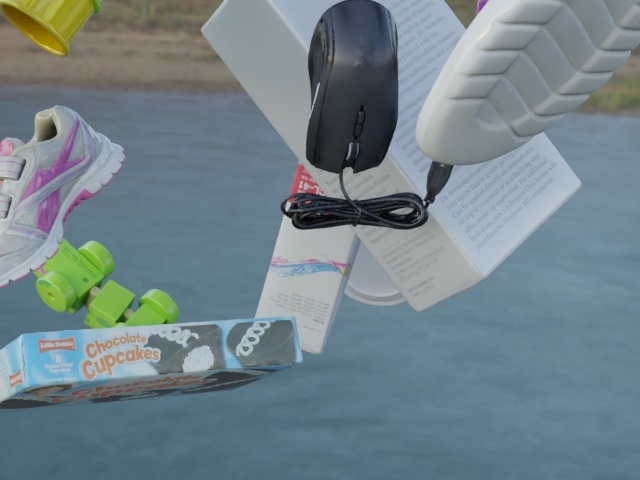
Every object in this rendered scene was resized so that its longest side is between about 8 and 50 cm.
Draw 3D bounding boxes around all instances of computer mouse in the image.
[{"bbox_3d":[0.068,-0.117,1.277,0.184,0.262,0.060,4,26,-16],"label":"computer mouse"}]

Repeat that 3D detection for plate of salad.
[{"bbox_3d":[0.106,0.032,2.214,0.199,0.200,0.048,6,33,10],"label":"plate of salad"}]

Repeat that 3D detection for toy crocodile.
[{"bbox_3d":[-0.340,0.103,1.909,0.340,0.105,0.115,37,51,4],"label":"toy crocodile"}]

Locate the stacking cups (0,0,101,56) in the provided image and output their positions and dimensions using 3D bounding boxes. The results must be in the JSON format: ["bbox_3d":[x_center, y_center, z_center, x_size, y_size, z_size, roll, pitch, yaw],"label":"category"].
[{"bbox_3d":[-0.229,-0.356,1.371,0.096,0.316,0.096,34,-12,8],"label":"stacking cups"}]

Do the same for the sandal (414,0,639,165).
[{"bbox_3d":[0.212,-0.234,0.952,0.169,0.416,0.102,16,29,-46],"label":"sandal"}]

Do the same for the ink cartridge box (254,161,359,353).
[{"bbox_3d":[0.000,0.000,2.011,0.131,0.306,0.226,19,19,3],"label":"ink cartridge box"}]

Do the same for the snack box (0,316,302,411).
[{"bbox_3d":[-0.204,0.139,1.353,0.322,0.060,0.187,-1,-15,-32],"label":"snack box"}]

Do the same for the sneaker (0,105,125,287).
[{"bbox_3d":[-0.326,-0.049,1.317,0.103,0.111,0.252,-8,41,43],"label":"sneaker"}]

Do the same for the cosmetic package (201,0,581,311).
[{"bbox_3d":[0.090,-0.165,1.524,0.230,0.453,0.161,-38,3,-34],"label":"cosmetic package"}]
